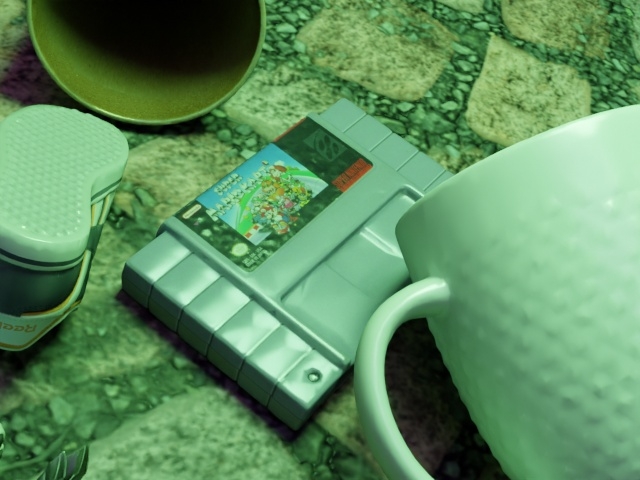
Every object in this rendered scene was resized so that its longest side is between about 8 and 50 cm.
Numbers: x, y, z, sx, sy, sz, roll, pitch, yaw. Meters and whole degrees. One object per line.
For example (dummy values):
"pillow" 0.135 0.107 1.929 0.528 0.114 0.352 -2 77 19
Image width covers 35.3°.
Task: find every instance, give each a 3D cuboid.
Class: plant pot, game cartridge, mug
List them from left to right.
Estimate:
"plant pot" -0.186 -0.293 1.103 0.237 0.237 0.254 7 35 -12
"game cartridge" 0.000 0.000 1.010 0.230 0.068 0.355 40 51 11
"mug" 0.205 0.103 0.845 0.374 0.276 0.328 -15 74 -21

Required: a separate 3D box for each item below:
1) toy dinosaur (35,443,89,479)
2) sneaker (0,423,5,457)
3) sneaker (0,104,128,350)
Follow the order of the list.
"toy dinosaur" -0.160 0.270 0.679 0.322 0.164 0.218 -19 73 -48
"sneaker" -0.408 0.159 0.716 0.330 0.130 0.147 -14 49 -37
"sneaker" -0.257 -0.023 0.914 0.126 0.128 0.321 18 23 -10
